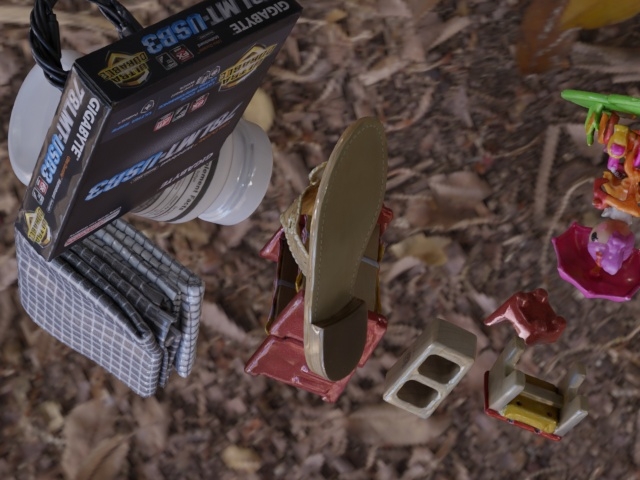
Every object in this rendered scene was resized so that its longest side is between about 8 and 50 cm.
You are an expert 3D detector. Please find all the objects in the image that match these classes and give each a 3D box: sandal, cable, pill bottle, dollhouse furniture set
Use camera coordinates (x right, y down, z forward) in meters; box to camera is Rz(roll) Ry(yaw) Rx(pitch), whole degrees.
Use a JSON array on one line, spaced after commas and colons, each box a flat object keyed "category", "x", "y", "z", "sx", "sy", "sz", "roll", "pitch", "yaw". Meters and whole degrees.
[{"category": "sandal", "x": -0.004, "y": 0.002, "z": 1.154, "sx": 0.079, "sy": 0.088, "sz": 0.240, "roll": 23, "pitch": 120, "yaw": 36}, {"category": "cable", "x": -0.307, "y": -0.259, "z": 1.767, "sx": 0.184, "sy": 0.150, "sz": 0.047, "roll": 48, "pitch": 157, "yaw": -11}, {"category": "pill bottle", "x": -0.264, "y": -0.142, "z": 2.044, "sx": 0.210, "sy": 0.363, "sz": 0.210, "roll": -17, "pitch": 66, "yaw": 45}, {"category": "dollhouse furniture set", "x": 0.114, "y": 0.103, "z": 1.590, "sx": 0.374, "sy": 0.201, "sz": 0.152, "roll": 23, "pitch": 132, "yaw": -14}]

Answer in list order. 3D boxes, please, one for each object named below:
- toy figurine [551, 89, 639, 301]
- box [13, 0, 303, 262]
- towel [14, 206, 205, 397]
[{"category": "toy figurine", "x": 0.238, "y": -0.029, "z": 1.064, "sx": 0.130, "sy": 0.173, "sz": 0.159, "roll": 12, "pitch": 95, "yaw": 3}, {"category": "box", "x": -0.184, "y": -0.137, "z": 1.511, "sx": 0.073, "sy": 0.295, "sz": 0.293, "roll": 46, "pitch": 139, "yaw": 11}, {"category": "towel", "x": -0.304, "y": 0.080, "z": 1.898, "sx": 0.284, "sy": 0.121, "sz": 0.235, "roll": 36, "pitch": 147, "yaw": 14}]
